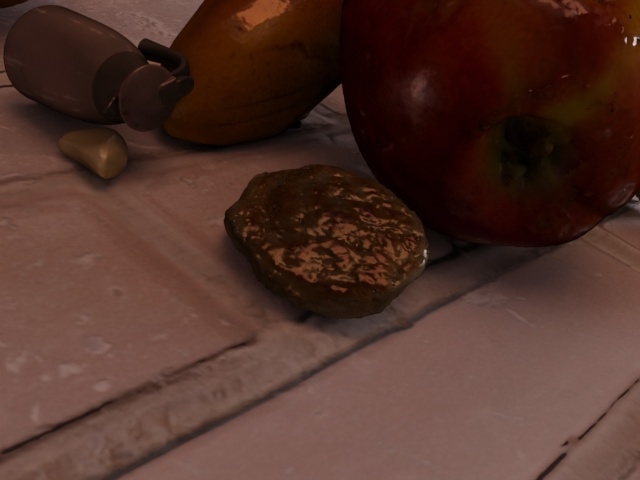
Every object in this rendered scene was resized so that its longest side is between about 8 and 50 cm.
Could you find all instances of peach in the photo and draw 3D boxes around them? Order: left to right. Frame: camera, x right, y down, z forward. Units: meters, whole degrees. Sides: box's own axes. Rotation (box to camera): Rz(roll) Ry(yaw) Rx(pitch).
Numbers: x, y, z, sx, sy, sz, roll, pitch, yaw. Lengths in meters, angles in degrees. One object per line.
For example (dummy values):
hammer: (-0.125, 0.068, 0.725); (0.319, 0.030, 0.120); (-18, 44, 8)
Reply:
peach: (0.195, -0.209, 0.912); (0.339, 0.353, 0.417); (-15, 38, 17)

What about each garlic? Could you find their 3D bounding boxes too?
garlic: (-0.217, -0.086, 0.837); (0.083, 0.041, 0.053); (25, 40, 33)

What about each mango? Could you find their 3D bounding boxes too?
mango: (-0.069, -0.223, 1.023); (0.201, 0.199, 0.350); (4, 30, 40)

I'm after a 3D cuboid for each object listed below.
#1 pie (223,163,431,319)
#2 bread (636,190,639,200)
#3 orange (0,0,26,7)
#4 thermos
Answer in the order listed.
pie: (0.000, 0.000, 0.772); (0.163, 0.079, 0.193); (-23, 48, -39)
bread: (0.373, -0.168, 1.154); (0.266, 0.142, 0.178); (33, 6, 34)
orange: (-0.428, -0.413, 1.065); (0.274, 0.274, 0.310); (10, -4, -15)
thermos: (-0.212, -0.173, 0.871); (0.193, 0.105, 0.137); (26, 40, 38)
